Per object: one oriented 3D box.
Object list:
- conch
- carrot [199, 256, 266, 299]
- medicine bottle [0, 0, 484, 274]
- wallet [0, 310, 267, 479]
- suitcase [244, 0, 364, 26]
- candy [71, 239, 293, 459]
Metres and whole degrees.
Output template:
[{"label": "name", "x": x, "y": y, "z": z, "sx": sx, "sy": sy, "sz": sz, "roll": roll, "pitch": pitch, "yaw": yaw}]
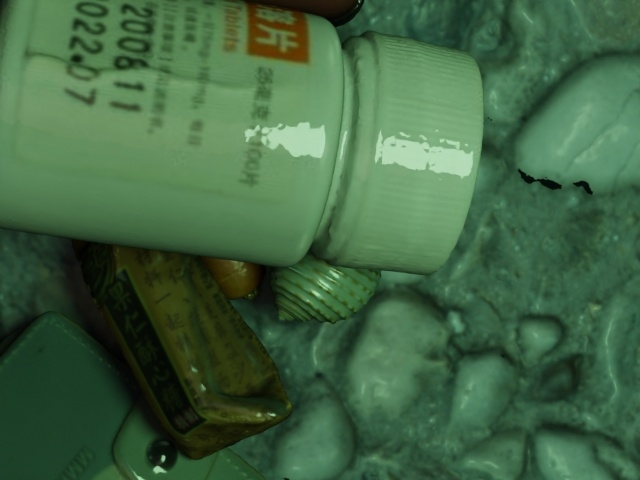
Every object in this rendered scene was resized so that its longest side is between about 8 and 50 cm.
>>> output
[{"label": "conch", "x": -0.004, "y": 0.004, "z": 1.114, "sx": 0.135, "sy": 0.102, "sz": 0.153, "roll": 37, "pitch": 52, "yaw": -15}, {"label": "carrot", "x": -0.118, "y": -0.041, "z": 1.122, "sx": 0.067, "sy": 0.067, "sz": 0.225, "roll": -27, "pitch": 99, "yaw": 2}, {"label": "medicine bottle", "x": -0.074, "y": -0.089, "z": 0.972, "sx": 0.371, "sy": 0.211, "sz": 0.211, "roll": 7, "pitch": 99, "yaw": -12}, {"label": "wallet", "x": -0.189, "y": 0.245, "z": 1.107, "sx": 0.360, "sy": 0.083, "sz": 0.252, "roll": 38, "pitch": 59, "yaw": -6}, {"label": "suitcase", "x": -0.054, "y": -0.337, "z": 1.027, "sx": 0.236, "sy": 0.161, "sz": 0.297, "roll": 8, "pitch": 97, "yaw": -4}, {"label": "candy", "x": -0.139, "y": 0.068, "z": 1.095, "sx": 0.143, "sy": 0.101, "sz": 0.271, "roll": -37, "pitch": 84, "yaw": 41}]
